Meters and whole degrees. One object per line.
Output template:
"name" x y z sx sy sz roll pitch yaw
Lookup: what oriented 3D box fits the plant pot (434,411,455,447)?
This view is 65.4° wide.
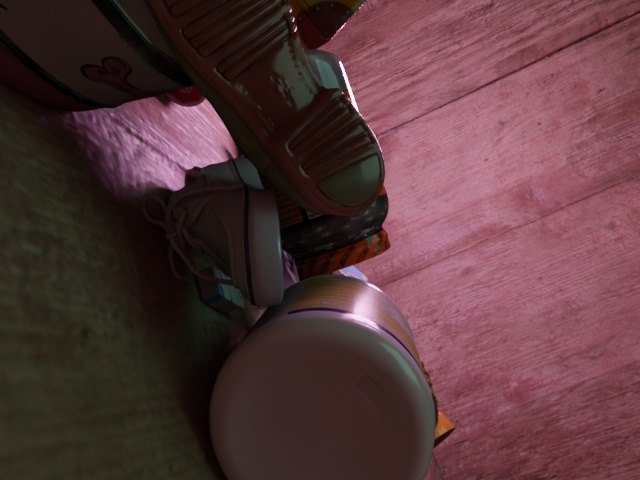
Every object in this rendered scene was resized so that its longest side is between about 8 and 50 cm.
"plant pot" 0.245 0.520 1.432 0.188 0.205 0.205 52 0 29

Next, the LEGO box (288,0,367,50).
"LEGO box" -0.171 -0.532 0.838 0.500 0.193 0.372 44 -14 -21

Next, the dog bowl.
"dog bowl" -0.291 -0.321 0.520 0.407 0.150 0.408 62 8 -15

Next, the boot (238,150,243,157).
"boot" -0.160 -0.173 1.315 0.137 0.077 0.197 -98 175 -81

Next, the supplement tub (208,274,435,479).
"supplement tub" 0.012 0.176 0.661 0.241 0.241 0.331 65 8 -3

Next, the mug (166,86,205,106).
"mug" -0.273 -0.338 1.000 0.169 0.150 0.113 -94 -165 -59

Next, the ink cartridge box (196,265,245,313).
"ink cartridge box" -0.143 0.075 0.723 0.048 0.028 0.083 69 9 29

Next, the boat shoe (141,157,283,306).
"boat shoe" -0.144 -0.026 0.636 0.367 0.157 0.135 -120 -153 -60

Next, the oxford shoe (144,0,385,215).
"oxford shoe" -0.092 -0.185 0.548 0.397 0.140 0.146 57 -25 -13

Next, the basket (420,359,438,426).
"basket" 0.162 0.345 1.263 0.223 0.214 0.299 -103 167 -55

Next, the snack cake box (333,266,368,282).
"snack cake box" 0.033 0.136 1.218 0.089 0.152 0.264 41 7 5

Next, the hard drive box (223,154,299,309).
"hard drive box" -0.127 -0.020 0.926 0.232 0.089 0.181 -107 170 -48

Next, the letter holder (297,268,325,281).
"letter holder" 0.000 0.000 1.196 0.302 0.152 0.214 97 -26 -69

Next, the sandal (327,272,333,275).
"sandal" -0.040 0.001 0.966 0.180 0.049 0.072 50 3 -9

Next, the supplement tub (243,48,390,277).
"supplement tub" -0.012 -0.121 0.838 0.207 0.207 0.337 -45 116 -82
